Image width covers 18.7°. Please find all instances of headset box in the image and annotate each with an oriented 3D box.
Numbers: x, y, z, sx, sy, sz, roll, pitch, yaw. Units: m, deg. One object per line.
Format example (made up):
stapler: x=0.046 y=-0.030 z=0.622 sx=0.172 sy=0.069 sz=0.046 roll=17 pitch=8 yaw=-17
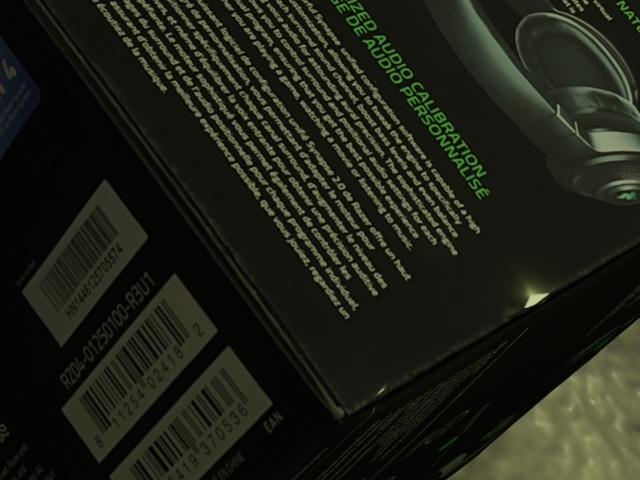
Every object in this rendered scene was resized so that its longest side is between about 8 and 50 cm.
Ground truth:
headset box: x=0.000 y=0.000 z=0.514 sx=0.283 sy=0.246 sz=0.131 roll=-27 pitch=75 yaw=-43
